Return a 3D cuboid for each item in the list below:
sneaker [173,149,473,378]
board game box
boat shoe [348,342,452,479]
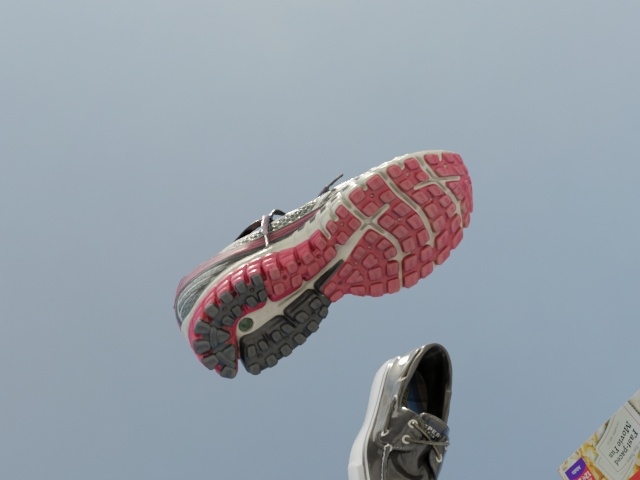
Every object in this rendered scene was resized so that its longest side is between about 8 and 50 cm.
[{"bbox_3d":[0.000,0.000,1.485,0.299,0.121,0.112,-29,-149,-8],"label":"sneaker"},{"bbox_3d":[0.248,0.088,0.986,0.147,0.193,0.045,-16,-116,-34],"label":"board game box"},{"bbox_3d":[0.085,0.178,1.491,0.080,0.076,0.228,40,-146,-16],"label":"boat shoe"}]
